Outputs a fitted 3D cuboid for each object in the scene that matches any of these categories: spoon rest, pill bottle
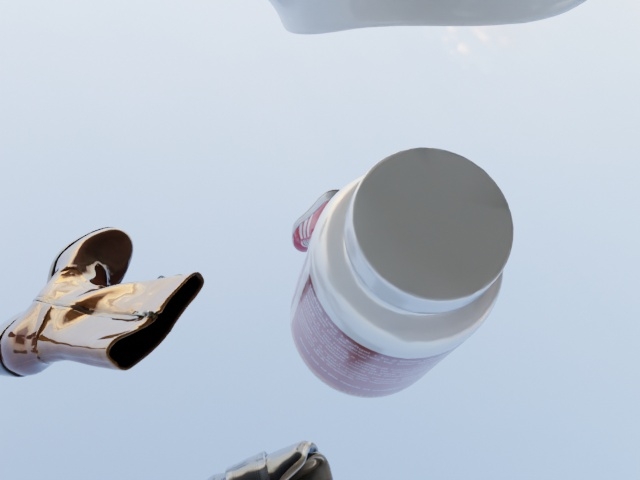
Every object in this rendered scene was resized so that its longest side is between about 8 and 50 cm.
[{"bbox_3d":[0.055,-0.180,0.507,0.137,0.276,0.084,51,-122,-28],"label":"spoon rest"},{"bbox_3d":[0.048,0.027,0.541,0.121,0.216,0.121,3,-111,-7],"label":"pill bottle"}]

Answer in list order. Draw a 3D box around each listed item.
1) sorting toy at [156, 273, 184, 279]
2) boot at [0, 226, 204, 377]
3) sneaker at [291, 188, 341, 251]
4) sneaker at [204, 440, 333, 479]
[{"bbox_3d":[-0.214,0.083,1.182,0.042,0.101,0.061,31,-139,-50],"label":"sorting toy"},{"bbox_3d":[-0.247,0.055,0.981,0.264,0.280,0.096,-46,-65,-44],"label":"boot"},{"bbox_3d":[0.000,0.000,0.921,0.042,0.118,0.067,7,-122,-22],"label":"sneaker"},{"bbox_3d":[-0.064,0.230,0.663,0.163,0.226,0.086,-16,-110,-6],"label":"sneaker"}]
